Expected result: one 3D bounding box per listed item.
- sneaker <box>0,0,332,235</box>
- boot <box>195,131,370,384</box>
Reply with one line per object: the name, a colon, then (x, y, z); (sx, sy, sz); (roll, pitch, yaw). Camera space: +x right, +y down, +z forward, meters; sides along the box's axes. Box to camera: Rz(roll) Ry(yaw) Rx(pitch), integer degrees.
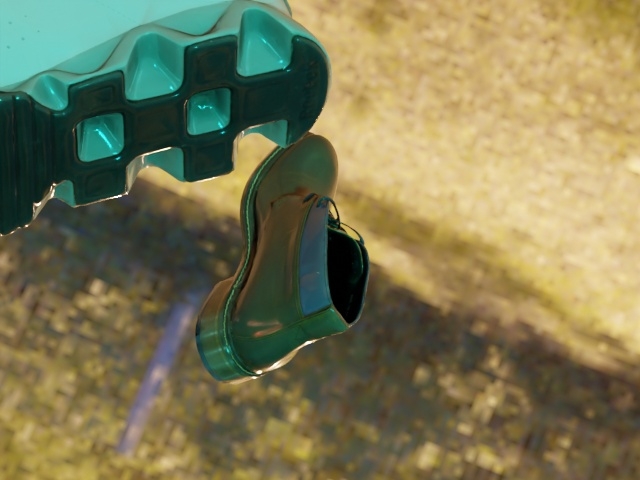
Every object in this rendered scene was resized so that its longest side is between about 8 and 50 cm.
sneaker: (-0.173, -0.084, 0.960); (0.330, 0.122, 0.146); (-12, -131, -24)
boot: (0.000, 0.000, 1.293); (0.106, 0.219, 0.082); (-18, 128, 36)
